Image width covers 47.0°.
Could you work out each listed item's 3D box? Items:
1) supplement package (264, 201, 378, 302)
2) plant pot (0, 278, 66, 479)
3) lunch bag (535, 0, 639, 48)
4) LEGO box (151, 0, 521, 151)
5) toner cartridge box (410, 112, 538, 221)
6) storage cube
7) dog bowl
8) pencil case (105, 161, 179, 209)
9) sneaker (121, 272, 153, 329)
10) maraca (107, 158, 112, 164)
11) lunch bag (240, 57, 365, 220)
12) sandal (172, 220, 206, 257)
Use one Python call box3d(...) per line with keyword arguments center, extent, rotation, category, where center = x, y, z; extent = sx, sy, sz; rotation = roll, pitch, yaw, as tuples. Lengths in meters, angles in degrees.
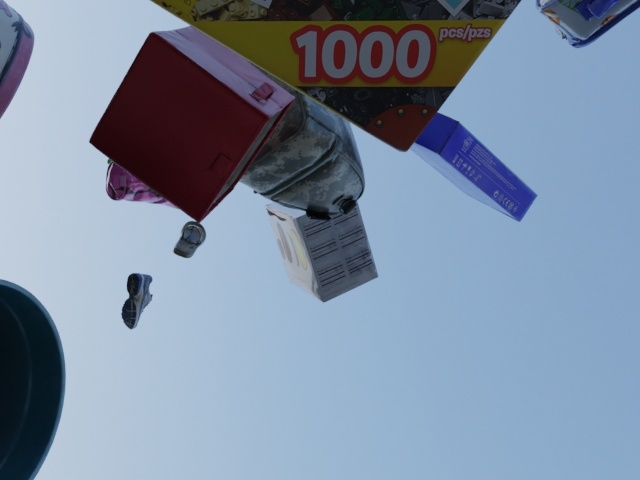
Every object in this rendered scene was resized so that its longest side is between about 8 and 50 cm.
box3d(center=(0.000, 0.000, 1.657), extent=(0.194, 0.149, 0.203), rotation=(21, -48, 63), category="supplement package")
box3d(center=(-0.472, 0.167, 0.805), extent=(0.255, 0.271, 0.272), rotation=(3, -68, 22), category="plant pot")
box3d(center=(0.438, -0.411, 1.030), extent=(0.115, 0.243, 0.303), rotation=(36, -48, -21), category="lunch bag")
box3d(center=(-0.021, -0.380, 0.714), extent=(0.500, 0.193, 0.373), rotation=(27, -66, -22), category="LEGO box")
box3d(center=(0.294, -0.160, 1.513), extent=(0.165, 0.347, 0.075), rotation=(38, -84, 45), category="toner cartridge box")
box3d(center=(-0.180, -0.173, 1.064), extent=(0.193, 0.184, 0.215), rotation=(37, -68, -4), category="storage cube")
box3d(center=(-0.785, -0.362, 1.618), extent=(0.407, 0.408, 0.150), rotation=(-21, -39, 38), category="dog bowl")
box3d(center=(-0.318, -0.107, 1.478), extent=(0.098, 0.209, 0.095), rotation=(30, -70, 52), category="pencil case")
box3d(center=(-0.400, 0.136, 1.639), extent=(0.052, 0.058, 0.135), rotation=(27, -71, 34), category="sneaker")
box3d(center=(-0.507, -0.249, 1.928), extent=(0.099, 0.186, 0.127), rotation=(22, -64, 3), category="maraca")
box3d(center=(-0.043, -0.212, 1.404), extent=(0.212, 0.256, 0.305), rotation=(-34, -128, 28), category="lunch bag")
box3d(center=(-0.348, -0.012, 1.977), extent=(0.072, 0.180, 0.049), rotation=(17, -64, -2), category="sandal")
